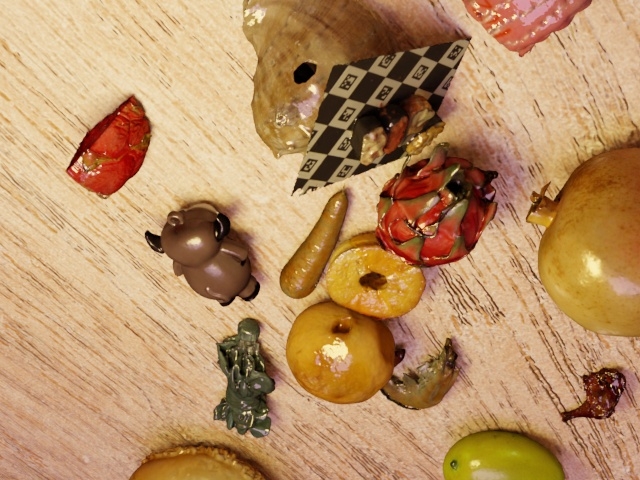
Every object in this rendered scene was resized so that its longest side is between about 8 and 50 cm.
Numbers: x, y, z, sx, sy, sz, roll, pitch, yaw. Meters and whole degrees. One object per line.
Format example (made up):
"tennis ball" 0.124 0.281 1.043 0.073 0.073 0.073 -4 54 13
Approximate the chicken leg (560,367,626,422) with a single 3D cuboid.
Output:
"chicken leg" 0.579 0.336 1.912 0.093 0.053 0.205 29 129 17

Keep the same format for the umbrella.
"umbrella" -0.170 0.313 2.021 0.143 0.094 0.349 8 132 -1

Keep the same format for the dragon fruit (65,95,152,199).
"dragon fruit" -0.354 -0.157 1.596 0.127 0.121 0.161 36 126 -28

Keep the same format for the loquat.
"loquat" 0.039 0.226 1.818 0.238 0.193 0.238 7 154 3

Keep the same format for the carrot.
"carrot" 0.000 0.000 1.706 0.078 0.078 0.298 21 130 -8

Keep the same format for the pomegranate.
"pomegranate" 0.483 0.000 1.455 0.319 0.319 0.319 6 134 6

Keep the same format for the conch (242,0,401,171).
"conch" 0.000 -0.249 1.403 0.263 0.186 0.324 -27 127 8

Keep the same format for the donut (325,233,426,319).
"donut" 0.104 0.063 1.723 0.190 0.075 0.174 7 129 -3

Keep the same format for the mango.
"mango" 0.413 0.512 2.047 0.272 0.149 0.185 -3 125 7

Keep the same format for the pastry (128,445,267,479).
"pastry" -0.295 0.669 2.277 0.409 0.245 0.410 6 137 6

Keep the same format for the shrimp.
"shrimp" 0.202 0.282 1.943 0.173 0.058 0.253 19 136 5

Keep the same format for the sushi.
"sushi" 0.105 -0.175 1.391 0.050 0.290 0.264 50 141 26

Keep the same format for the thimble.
"thimble" 0.290 -0.362 1.231 0.125 0.163 0.189 39 115 -23

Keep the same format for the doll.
"doll" -0.214 0.027 1.740 0.182 0.117 0.257 -16 128 23

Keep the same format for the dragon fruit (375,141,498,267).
"dragon fruit" 0.192 -0.053 1.514 0.192 0.193 0.274 12 163 -10
